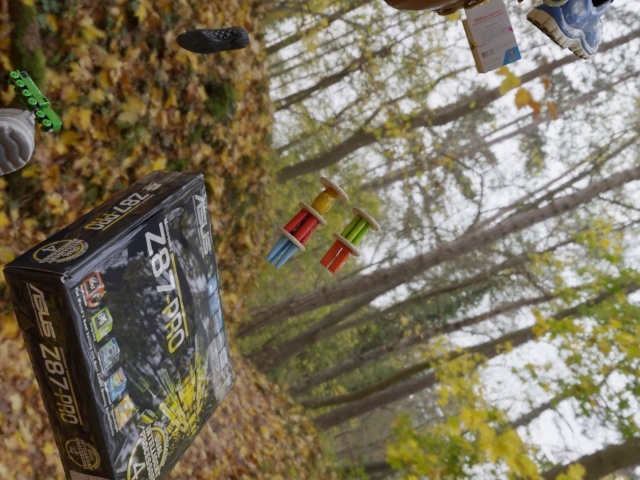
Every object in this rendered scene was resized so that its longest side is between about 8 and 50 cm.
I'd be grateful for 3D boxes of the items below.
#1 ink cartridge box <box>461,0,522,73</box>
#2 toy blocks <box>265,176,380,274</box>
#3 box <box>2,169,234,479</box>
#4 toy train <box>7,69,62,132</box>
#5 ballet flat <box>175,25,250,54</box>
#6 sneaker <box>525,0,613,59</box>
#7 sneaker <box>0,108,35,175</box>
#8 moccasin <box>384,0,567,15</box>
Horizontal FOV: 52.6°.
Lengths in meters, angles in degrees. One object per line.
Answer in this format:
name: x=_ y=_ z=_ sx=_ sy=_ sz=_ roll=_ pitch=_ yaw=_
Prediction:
ink cartridge box: x=0.427 y=-0.527 z=1.638 sx=0.061 sy=0.104 sz=0.181 roll=-95 pitch=164 yaw=-74
toy blocks: x=0.000 y=0.000 z=0.959 sx=0.123 sy=0.148 sz=0.054 roll=42 pitch=-7 yaw=-16
box: x=-0.250 y=0.139 z=0.905 sx=0.318 sy=0.097 sz=0.395 roll=-54 pitch=146 yaw=-59
toy train: x=-0.312 y=-0.153 z=0.708 sx=0.083 sy=0.023 sz=0.017 roll=55 pitch=-44 yaw=7
ballet flat: x=-0.244 y=-0.458 z=1.471 sx=0.057 sy=0.173 sz=0.049 roll=107 pitch=-34 yaw=-44
sneaker: x=0.546 y=-0.471 z=1.336 sx=0.130 sy=0.147 sz=0.330 roll=48 pitch=30 yaw=14
sneaker: x=-0.545 y=-0.129 z=0.944 sx=0.115 sy=0.281 sz=0.105 roll=-98 pitch=180 yaw=-57
moccasin: x=0.229 y=-0.354 z=0.774 sx=0.380 sy=0.147 sz=0.139 roll=-10 pitch=-103 yaw=59
